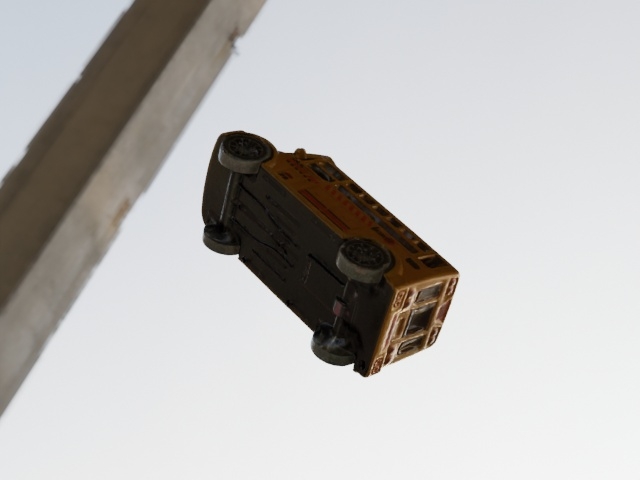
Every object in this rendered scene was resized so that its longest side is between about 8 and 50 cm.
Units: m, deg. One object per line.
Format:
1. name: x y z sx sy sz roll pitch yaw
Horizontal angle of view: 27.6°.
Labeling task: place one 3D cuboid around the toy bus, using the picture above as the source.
1. toy bus: 0.000 0.000 0.736 0.162 0.074 0.069 43 -48 35
